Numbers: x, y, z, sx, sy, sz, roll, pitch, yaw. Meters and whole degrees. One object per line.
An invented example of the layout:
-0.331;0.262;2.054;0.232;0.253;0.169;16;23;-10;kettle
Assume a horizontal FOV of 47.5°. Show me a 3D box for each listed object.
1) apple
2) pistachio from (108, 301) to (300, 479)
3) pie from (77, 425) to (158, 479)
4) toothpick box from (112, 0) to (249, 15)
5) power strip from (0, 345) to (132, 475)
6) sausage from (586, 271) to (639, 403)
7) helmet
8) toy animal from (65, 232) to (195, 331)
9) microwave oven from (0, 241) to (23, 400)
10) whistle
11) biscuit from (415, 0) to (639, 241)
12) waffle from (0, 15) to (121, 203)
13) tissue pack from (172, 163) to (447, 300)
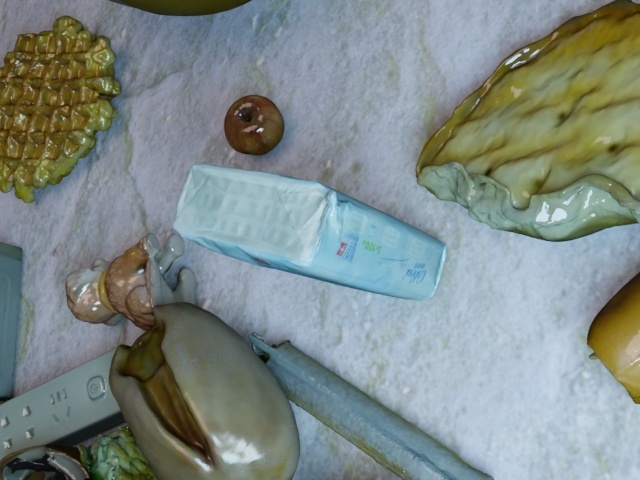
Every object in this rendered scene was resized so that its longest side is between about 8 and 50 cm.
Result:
-0.088;-0.154;0.979;0.084;0.071;0.084;-5;76;21;apple
-0.124;0.191;0.823;0.166;0.197;0.288;-41;51;0;pistachio
-0.173;0.330;0.735;0.078;0.371;0.296;-41;92;3;pie
-0.202;-0.509;0.955;0.425;0.409;0.409;28;90;27;toothpick box
-0.372;0.245;1.023;0.385;0.062;0.091;-27;66;21;power strip
0.379;0.015;0.634;0.328;0.112;0.112;-41;59;10;sausage
-0.327;0.359;0.921;0.224;0.130;0.198;-36;56;27;helmet
-0.265;0.098;0.989;0.185;0.104;0.184;-17;76;20;toy animal
-0.680;0.139;1.141;0.355;0.218;0.286;-13;68;26;microwave oven
0.038;0.192;0.801;0.326;0.068;0.057;29;60;34;whistle
0.265;-0.092;0.712;0.329;0.078;0.335;-37;40;16;biscuit
-0.462;-0.229;1.221;0.325;0.068;0.302;-38;60;13;waffle
0.000;0.000;0.764;0.177;0.263;0.089;13;85;33;tissue pack
